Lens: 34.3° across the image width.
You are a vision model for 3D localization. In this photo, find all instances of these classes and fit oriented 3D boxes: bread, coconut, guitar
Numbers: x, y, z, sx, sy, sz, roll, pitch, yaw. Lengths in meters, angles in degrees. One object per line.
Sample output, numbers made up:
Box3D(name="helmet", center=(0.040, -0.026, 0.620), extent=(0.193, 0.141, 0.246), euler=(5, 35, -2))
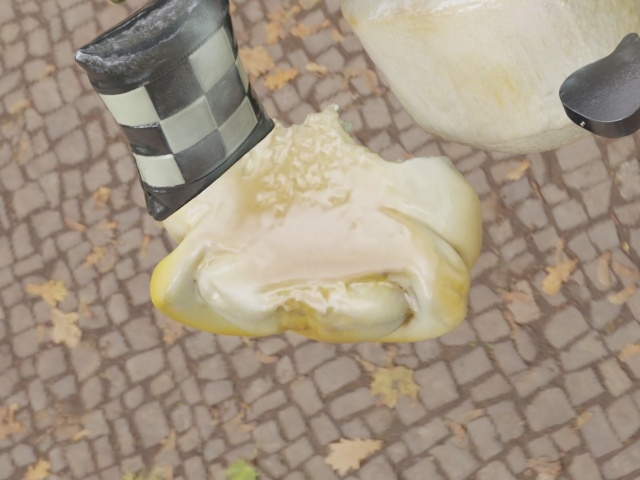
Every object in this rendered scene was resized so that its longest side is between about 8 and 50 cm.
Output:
Box3D(name="bread", center=(-0.004, 0.000, 1.352), extent=(0.424, 0.329, 0.245), euler=(5, 48, 9))
Box3D(name="coconut", center=(0.225, -0.315, 1.310), extent=(0.415, 0.415, 0.345), euler=(28, 61, 23))
Box3D(name="guitar", center=(0.318, -0.180, 0.936), extent=(0.233, 0.025, 0.088), euler=(-41, 41, -6))

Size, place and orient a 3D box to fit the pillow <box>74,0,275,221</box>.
Box3D(name="pillow", center=(-0.145, -0.156, 1.086), extent=(0.186, 0.250, 0.106), euler=(-42, 53, -21))

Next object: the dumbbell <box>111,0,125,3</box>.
Box3D(name="dumbbell", center=(-0.191, -0.307, 1.177), extent=(0.118, 0.046, 0.052), euler=(-16, 69, 8))
